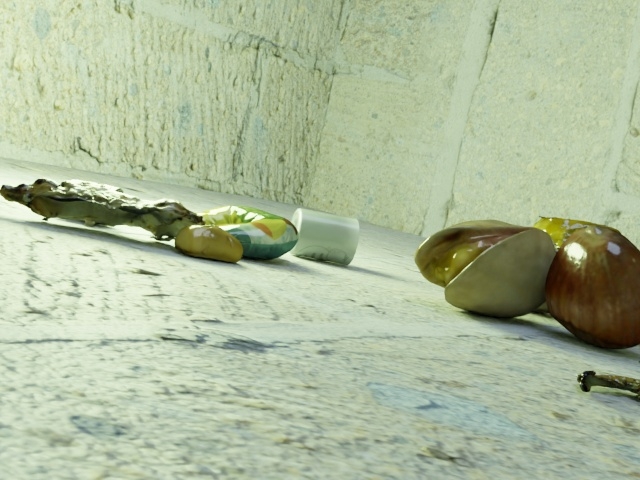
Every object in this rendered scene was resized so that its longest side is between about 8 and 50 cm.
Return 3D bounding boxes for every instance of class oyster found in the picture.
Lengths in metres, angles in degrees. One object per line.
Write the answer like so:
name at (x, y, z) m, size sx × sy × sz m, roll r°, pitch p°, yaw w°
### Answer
oyster at (-0.364, -0.062, 1.605) m, size 0.345 × 0.079 × 0.128 m, roll 11°, pitch -14°, yaw -14°

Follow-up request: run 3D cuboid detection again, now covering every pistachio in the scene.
pistachio at (0.304, 0.041, 1.662) m, size 0.187 × 0.188 × 0.299 m, roll 17°, pitch 7°, yaw 42°

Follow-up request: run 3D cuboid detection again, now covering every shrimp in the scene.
shrimp at (0.376, 0.175, 1.090) m, size 0.147 × 0.035 × 0.195 m, roll 14°, pitch -3°, yaw -16°

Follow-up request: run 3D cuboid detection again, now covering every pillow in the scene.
pillow at (-0.156, -0.012, 1.785) m, size 0.214 × 0.086 × 0.233 m, roll -3°, pitch 14°, yaw -31°

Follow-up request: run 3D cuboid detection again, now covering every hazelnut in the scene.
hazelnut at (0.472, 0.074, 1.577) m, size 0.176 × 0.214 × 0.214 m, roll -18°, pitch 17°, yaw -22°

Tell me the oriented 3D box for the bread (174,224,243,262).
bread at (-0.188, 0.001, 1.600) m, size 0.115 × 0.056 × 0.082 m, roll 10°, pitch 6°, yaw -28°

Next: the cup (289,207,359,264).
cup at (0.001, 0.005, 1.977) m, size 0.133 × 0.136 × 0.099 m, roll 11°, pitch 39°, yaw -14°

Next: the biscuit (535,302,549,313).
biscuit at (0.372, 0.077, 2.067) m, size 0.144 × 0.078 × 0.426 m, roll 12°, pitch 5°, yaw -14°

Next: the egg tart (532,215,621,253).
egg tart at (0.505, 0.018, 1.875) m, size 0.294 × 0.116 × 0.295 m, roll 14°, pitch -1°, yaw 0°

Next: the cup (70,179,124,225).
cup at (-0.423, -0.059, 1.727) m, size 0.099 × 0.102 × 0.074 m, roll 12°, pitch -34°, yaw 12°

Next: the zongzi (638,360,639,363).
zongzi at (0.539, 0.187, 1.369) m, size 0.119 × 0.055 × 0.109 m, roll -7°, pitch 18°, yaw -40°
